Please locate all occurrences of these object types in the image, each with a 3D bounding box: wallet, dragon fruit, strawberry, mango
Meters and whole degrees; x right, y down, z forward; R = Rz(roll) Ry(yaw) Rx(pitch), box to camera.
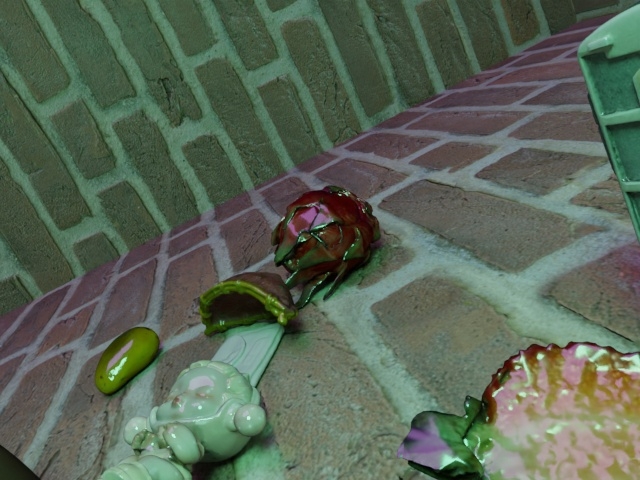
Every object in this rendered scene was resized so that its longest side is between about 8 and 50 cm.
[{"bbox_3d":[-0.137,0.201,0.928,0.124,0.031,0.183,-16,19,23],"label":"wallet"},{"bbox_3d":[0.000,0.000,1.085,0.192,0.193,0.274,27,50,35],"label":"dragon fruit"},{"bbox_3d":[0.206,0.174,0.416,0.286,0.106,0.188,-9,44,11],"label":"strawberry"},{"bbox_3d":[-0.391,0.238,1.112,0.103,0.076,0.161,-7,33,31],"label":"mango"}]

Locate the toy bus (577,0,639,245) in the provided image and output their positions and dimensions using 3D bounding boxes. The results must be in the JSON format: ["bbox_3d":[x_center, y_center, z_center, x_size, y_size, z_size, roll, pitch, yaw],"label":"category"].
[{"bbox_3d":[0.329,-0.044,0.453,0.097,0.342,0.138,-33,15,-20],"label":"toy bus"}]

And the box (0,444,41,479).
[{"bbox_3d":[-0.444,0.358,0.605,0.301,0.216,0.301,-22,17,7],"label":"box"}]

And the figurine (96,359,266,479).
[{"bbox_3d":[-0.147,0.242,0.677,0.182,0.144,0.256,-39,10,34],"label":"figurine"}]

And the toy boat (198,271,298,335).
[{"bbox_3d":[-0.135,0.117,1.003,0.318,0.141,0.099,-19,46,54],"label":"toy boat"}]
